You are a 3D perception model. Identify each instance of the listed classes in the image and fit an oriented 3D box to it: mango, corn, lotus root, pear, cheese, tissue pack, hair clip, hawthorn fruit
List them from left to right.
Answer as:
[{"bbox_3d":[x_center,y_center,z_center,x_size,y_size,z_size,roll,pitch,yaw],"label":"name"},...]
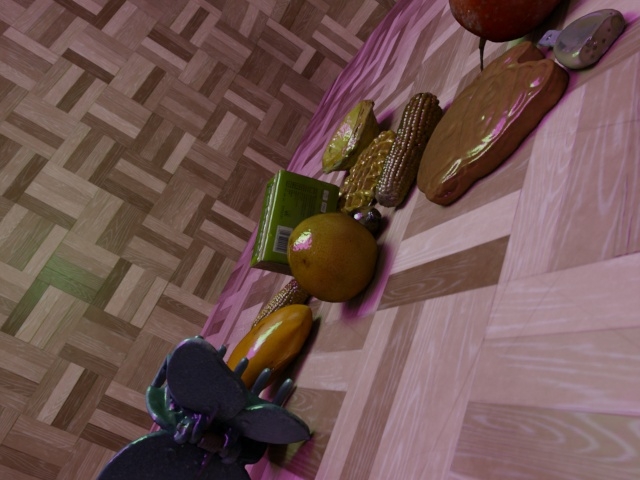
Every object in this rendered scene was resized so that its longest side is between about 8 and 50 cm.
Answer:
[{"bbox_3d":[-0.218,0.364,0.994,0.392,0.318,0.238,-59,13,10],"label":"hair clip"},{"bbox_3d":[-0.120,0.264,1.217,0.257,0.138,0.187,-48,-6,-9],"label":"mango"},{"bbox_3d":[-0.121,0.212,1.420,0.260,0.091,0.091,-52,51,26],"label":"corn"},{"bbox_3d":[-0.075,-0.040,1.405,0.167,0.200,0.275,149,133,-66],"label":"tissue pack"},{"bbox_3d":[0.022,0.034,1.066,0.209,0.209,0.209,-54,15,22],"label":"pear"},{"bbox_3d":[0.095,-0.037,1.196,0.179,0.080,0.089,-34,29,62],"label":"lotus root"},{"bbox_3d":[0.216,-0.228,1.151,0.320,0.097,0.097,-66,15,-14],"label":"corn"},{"bbox_3d":[0.359,-0.511,0.929,0.263,0.235,0.231,-57,13,3],"label":"hawthorn fruit"},{"bbox_3d":[0.416,-0.335,0.788,0.097,0.037,0.192,-53,15,18],"label":"cheese"}]

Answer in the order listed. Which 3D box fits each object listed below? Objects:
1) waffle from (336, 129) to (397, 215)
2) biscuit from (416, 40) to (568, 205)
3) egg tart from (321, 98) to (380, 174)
[{"bbox_3d":[0.134,-0.189,1.411,0.329,0.062,0.329,-53,16,23],"label":"waffle"},{"bbox_3d":[0.309,-0.235,0.920,0.351,0.057,0.312,-43,22,48],"label":"biscuit"},{"bbox_3d":[0.119,-0.349,1.671,0.315,0.120,0.315,-54,17,25],"label":"egg tart"}]
